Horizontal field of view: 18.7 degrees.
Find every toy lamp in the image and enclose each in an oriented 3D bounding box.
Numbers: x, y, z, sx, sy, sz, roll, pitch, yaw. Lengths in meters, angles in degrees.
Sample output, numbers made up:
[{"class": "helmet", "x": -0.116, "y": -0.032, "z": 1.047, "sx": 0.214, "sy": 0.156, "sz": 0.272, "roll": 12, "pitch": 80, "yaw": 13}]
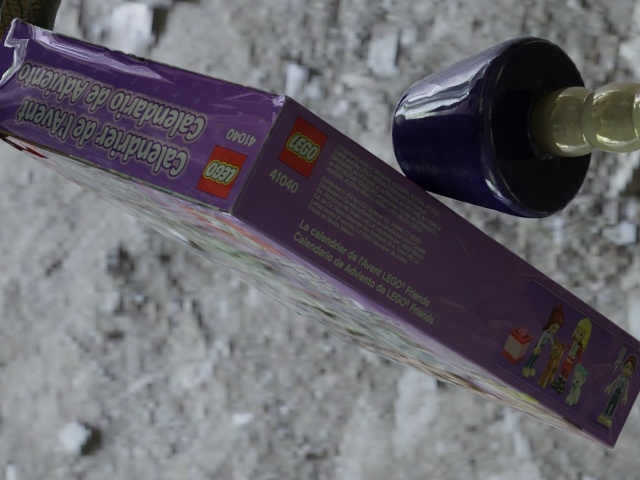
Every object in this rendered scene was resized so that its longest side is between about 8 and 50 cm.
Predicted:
[{"class": "toy lamp", "x": 0.143, "y": -0.048, "z": 0.758, "sx": 0.274, "sy": 0.080, "sz": 0.080, "roll": -2, "pitch": 89, "yaw": 45}]

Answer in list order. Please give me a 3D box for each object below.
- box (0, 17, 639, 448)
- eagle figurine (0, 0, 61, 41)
[{"class": "box", "x": 0.000, "y": 0.000, "z": 0.917, "sx": 0.201, "sy": 0.293, "sz": 0.057, "roll": 19, "pitch": 80, "yaw": 46}, {"class": "eagle figurine", "x": -0.244, "y": -0.160, "z": 1.216, "sx": 0.298, "sy": 0.225, "sz": 0.226, "roll": -50, "pitch": 49, "yaw": 8}]
